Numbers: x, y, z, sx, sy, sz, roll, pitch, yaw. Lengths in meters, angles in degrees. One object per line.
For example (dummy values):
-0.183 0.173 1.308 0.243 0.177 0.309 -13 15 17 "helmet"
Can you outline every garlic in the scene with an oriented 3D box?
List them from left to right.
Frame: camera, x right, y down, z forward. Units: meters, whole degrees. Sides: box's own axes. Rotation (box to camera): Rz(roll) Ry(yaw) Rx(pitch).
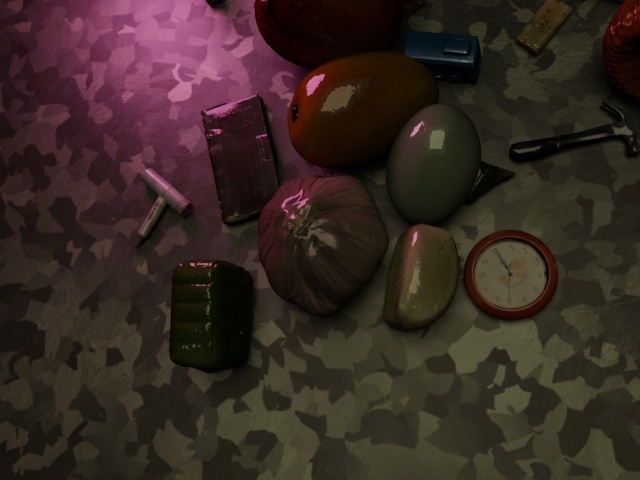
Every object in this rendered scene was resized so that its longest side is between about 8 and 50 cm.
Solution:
0.000 0.000 1.655 0.317 0.259 0.318 -12 62 22 "garlic"

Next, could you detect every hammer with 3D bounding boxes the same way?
0.582 -0.238 1.748 0.289 0.037 0.137 -11 73 6 "hammer"

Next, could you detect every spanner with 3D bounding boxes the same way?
0.187 -0.530 1.906 0.054 0.015 0.255 31 81 16 "spanner"

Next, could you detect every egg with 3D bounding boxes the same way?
0.250 -0.166 1.673 0.202 0.203 0.283 17 117 13 "egg"

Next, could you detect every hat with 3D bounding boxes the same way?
0.829 -0.501 1.665 0.285 0.285 0.400 38 78 17 "hat"

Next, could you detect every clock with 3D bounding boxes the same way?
0.423 0.076 1.675 0.205 0.051 0.205 -3 74 10 "clock"

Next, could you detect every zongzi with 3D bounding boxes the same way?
0.388 -0.126 1.747 0.113 0.052 0.104 18 88 -2 "zongzi"

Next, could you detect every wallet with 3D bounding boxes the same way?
-0.191 -0.202 1.858 0.168 0.044 0.317 -17 71 8 "wallet"

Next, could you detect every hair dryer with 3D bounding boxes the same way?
-0.428 -0.067 1.860 0.155 0.044 0.183 40 87 19 "hair dryer"

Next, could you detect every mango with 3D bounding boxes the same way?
0.103 -0.307 1.738 0.377 0.264 0.221 -18 46 -13 "mango"

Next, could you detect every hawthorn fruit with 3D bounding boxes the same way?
0.050 -0.600 1.773 0.402 0.403 0.403 -2 74 8 "hawthorn fruit"

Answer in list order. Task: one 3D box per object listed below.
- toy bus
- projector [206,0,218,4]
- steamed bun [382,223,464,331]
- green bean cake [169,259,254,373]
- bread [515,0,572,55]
0.295 -0.445 1.818 0.184 0.106 0.090 8 73 11 "toy bus"
-0.338 -0.782 1.935 0.079 0.257 0.259 -17 72 3 "projector"
0.234 0.088 1.650 0.152 0.170 0.239 12 75 -7 "steamed bun"
-0.237 0.170 1.666 0.124 0.222 0.248 1 80 17 "green bean cake"
0.549 -0.528 1.842 0.068 0.028 0.154 37 81 19 "bread"
